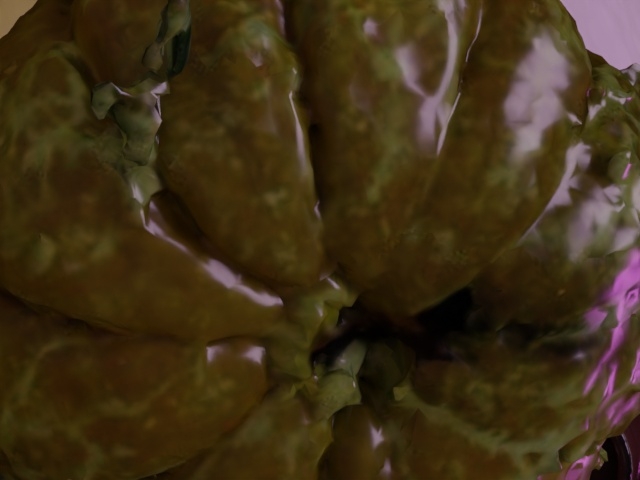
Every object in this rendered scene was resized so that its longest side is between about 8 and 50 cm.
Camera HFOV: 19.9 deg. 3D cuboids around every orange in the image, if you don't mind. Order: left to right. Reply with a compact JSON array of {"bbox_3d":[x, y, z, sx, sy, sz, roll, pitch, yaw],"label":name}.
[{"bbox_3d":[0.000,0.000,0.719,0.301,0.300,0.223,11,26,-14],"label":"orange"}]

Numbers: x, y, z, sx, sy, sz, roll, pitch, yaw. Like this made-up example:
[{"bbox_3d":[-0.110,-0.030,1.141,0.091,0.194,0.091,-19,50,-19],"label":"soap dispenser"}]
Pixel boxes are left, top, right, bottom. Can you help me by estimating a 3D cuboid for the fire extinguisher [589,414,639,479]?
[{"bbox_3d":[0.209,0.136,1.333,0.344,0.102,0.138,-21,122,-68],"label":"fire extinguisher"}]
